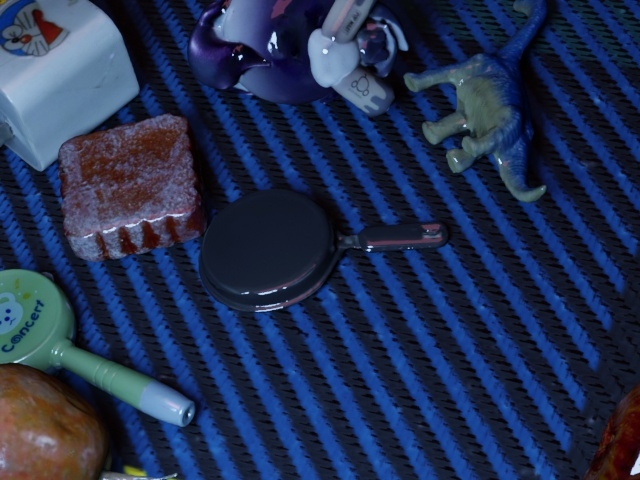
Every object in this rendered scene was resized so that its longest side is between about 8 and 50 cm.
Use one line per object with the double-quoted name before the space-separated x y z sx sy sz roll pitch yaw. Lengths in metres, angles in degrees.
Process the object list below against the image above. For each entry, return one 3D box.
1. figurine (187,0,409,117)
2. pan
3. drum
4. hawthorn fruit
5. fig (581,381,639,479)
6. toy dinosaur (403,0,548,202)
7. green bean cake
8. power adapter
"figurine" -0.031 -0.186 1.710 0.222 0.145 0.145 14 54 47
"pan" 0.000 0.000 1.626 0.235 0.028 0.136 -7 53 7
"drum" -0.215 0.091 1.589 0.253 0.049 0.130 8 56 17
"hawthorn fruit" -0.241 0.192 1.481 0.189 0.149 0.149 40 65 -5
"fig" 0.307 0.199 1.346 0.207 0.175 0.175 23 60 9
"toy dinosaur" 0.194 -0.134 1.664 0.188 0.075 0.247 -28 47 -13
"green bean cake" -0.179 -0.048 1.681 0.135 0.056 0.135 -12 53 2
"power adapter" -0.299 -0.145 1.734 0.130 0.125 0.205 36 66 30
